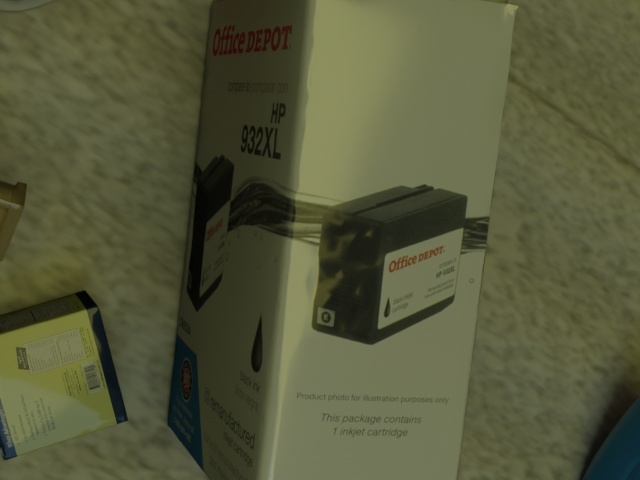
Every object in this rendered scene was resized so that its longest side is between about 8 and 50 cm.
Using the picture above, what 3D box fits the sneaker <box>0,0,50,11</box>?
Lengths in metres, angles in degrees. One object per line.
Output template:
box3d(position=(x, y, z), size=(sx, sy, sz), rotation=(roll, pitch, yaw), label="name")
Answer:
box3d(position=(-0.111, -0.204, 0.694), size=(0.221, 0.128, 0.087), rotation=(-33, 107, -13), label="sneaker")

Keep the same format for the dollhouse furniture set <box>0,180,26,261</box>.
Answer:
box3d(position=(-0.294, -0.009, 0.695), size=(0.182, 0.101, 0.161), rotation=(19, 115, -22), label="dollhouse furniture set")

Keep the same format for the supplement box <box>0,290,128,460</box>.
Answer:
box3d(position=(-0.181, 0.088, 0.749), size=(0.083, 0.056, 0.083), rotation=(-16, 103, -17), label="supplement box")

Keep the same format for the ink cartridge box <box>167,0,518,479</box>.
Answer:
box3d(position=(0.000, 0.000, 0.713), size=(0.129, 0.223, 0.307), rotation=(4, 96, -20), label="ink cartridge box")

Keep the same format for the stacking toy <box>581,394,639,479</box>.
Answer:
box3d(position=(0.378, 0.208, 0.935), size=(0.302, 0.175, 0.165), rotation=(1, 127, -37), label="stacking toy")
